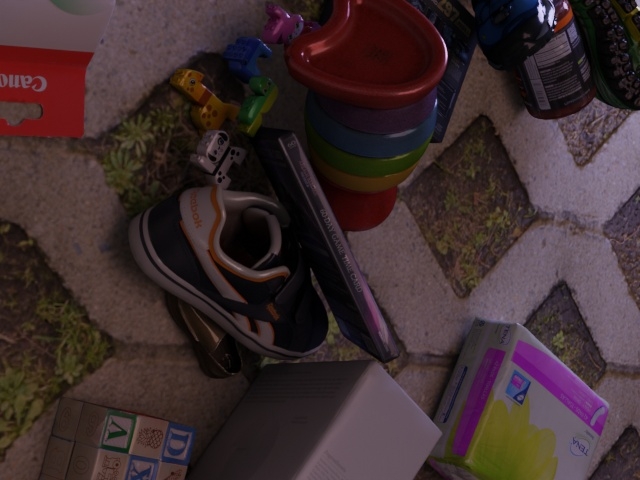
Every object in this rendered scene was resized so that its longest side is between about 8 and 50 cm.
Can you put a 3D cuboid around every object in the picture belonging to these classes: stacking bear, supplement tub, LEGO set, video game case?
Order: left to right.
[{"bbox_3d":[-0.107,-0.177,1.634,0.093,0.087,0.227,40,72,-40],"label":"LEGO set"},{"bbox_3d":[0.000,0.000,1.646,0.026,0.196,0.274,-26,100,-9],"label":"video game case"},{"bbox_3d":[0.048,-0.125,1.704,0.175,0.164,0.289,-52,162,-36],"label":"stacking bear"},{"bbox_3d":[0.312,-0.275,2.031,0.106,0.106,0.198,-44,123,-33],"label":"supplement tub"}]

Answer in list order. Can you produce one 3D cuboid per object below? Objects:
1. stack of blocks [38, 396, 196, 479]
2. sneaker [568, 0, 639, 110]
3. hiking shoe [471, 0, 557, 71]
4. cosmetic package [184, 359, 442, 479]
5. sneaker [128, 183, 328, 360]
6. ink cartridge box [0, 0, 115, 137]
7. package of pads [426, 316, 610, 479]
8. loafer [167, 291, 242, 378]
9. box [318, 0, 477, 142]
[{"bbox_3d":[-0.255,0.323,1.541,0.171,0.087,0.297,21,80,-45],"label":"stack of blocks"},{"bbox_3d":[0.382,-0.341,2.092,0.134,0.146,0.343,-25,99,-19],"label":"sneaker"},{"bbox_3d":[0.218,-0.333,1.875,0.132,0.113,0.304,38,30,-28],"label":"hiking shoe"},{"bbox_3d":[-0.020,0.263,1.659,0.138,0.224,0.224,46,62,-22],"label":"cosmetic package"},{"bbox_3d":[-0.065,0.039,1.643,0.321,0.127,0.126,33,39,-47],"label":"sneaker"},{"bbox_3d":[-0.293,-0.217,1.461,0.181,0.056,0.224,-2,95,-45],"label":"ink cartridge box"},{"bbox_3d":[0.285,0.277,2.076,0.296,0.101,0.229,39,68,-41],"label":"package of pads"},{"bbox_3d":[-0.127,0.098,1.670,0.056,0.050,0.148,-47,125,-31],"label":"loafer"},{"bbox_3d":[0.100,-0.257,1.847,0.233,0.059,0.183,35,68,-42],"label":"box"}]
